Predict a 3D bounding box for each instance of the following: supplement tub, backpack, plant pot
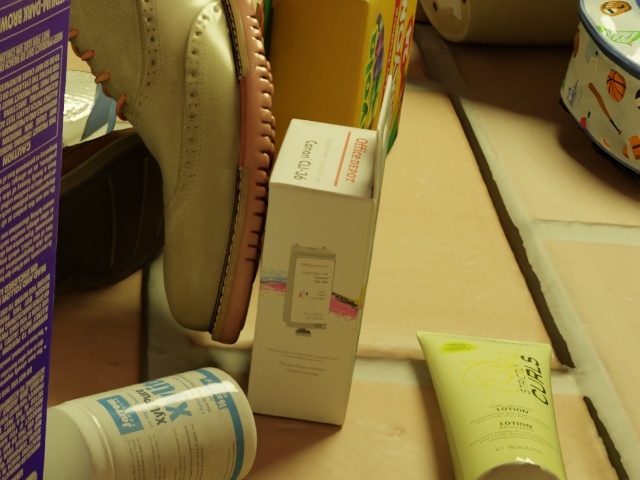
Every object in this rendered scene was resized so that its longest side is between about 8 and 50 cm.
[{"bbox_3d":[-0.096,0.114,0.935,0.107,0.071,0.071,-11,31,-37],"label":"supplement tub"},{"bbox_3d":[0.358,-0.156,1.518,0.263,0.213,0.276,-14,34,-19],"label":"backpack"},{"bbox_3d":[0.246,-0.311,1.798,0.274,0.256,0.256,-19,32,-18],"label":"plant pot"}]

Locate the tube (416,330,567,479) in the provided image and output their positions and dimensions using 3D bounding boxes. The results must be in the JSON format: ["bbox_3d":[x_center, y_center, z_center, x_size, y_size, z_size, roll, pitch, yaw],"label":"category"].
[{"bbox_3d":[0.108,0.106,1.032,0.070,0.062,0.240,46,14,-13],"label":"tube"}]

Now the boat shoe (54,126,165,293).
[{"bbox_3d":[-0.199,-0.019,1.146,0.104,0.111,0.307,21,27,24],"label":"boat shoe"}]

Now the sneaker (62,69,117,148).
[{"bbox_3d":[-0.284,-0.119,1.318,0.296,0.131,0.112,-12,29,-39],"label":"sneaker"}]

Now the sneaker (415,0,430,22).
[{"bbox_3d":[0.115,-0.315,1.915,0.064,0.086,0.192,5,25,-5],"label":"sneaker"}]

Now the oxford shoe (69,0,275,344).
[{"bbox_3d":[-0.110,-0.122,1.118,0.146,0.397,0.140,-3,-18,-10],"label":"oxford shoe"}]

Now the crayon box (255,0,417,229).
[{"bbox_3d":[0.011,-0.131,1.348,0.081,0.202,0.318,12,26,9],"label":"crayon box"}]

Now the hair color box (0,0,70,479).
[{"bbox_3d":[-0.229,0.004,0.809,0.185,0.339,0.110,15,23,15],"label":"hair color box"}]

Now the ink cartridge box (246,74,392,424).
[{"bbox_3d":[0.000,0.000,1.056,0.067,0.198,0.115,9,24,2],"label":"ink cartridge box"}]
